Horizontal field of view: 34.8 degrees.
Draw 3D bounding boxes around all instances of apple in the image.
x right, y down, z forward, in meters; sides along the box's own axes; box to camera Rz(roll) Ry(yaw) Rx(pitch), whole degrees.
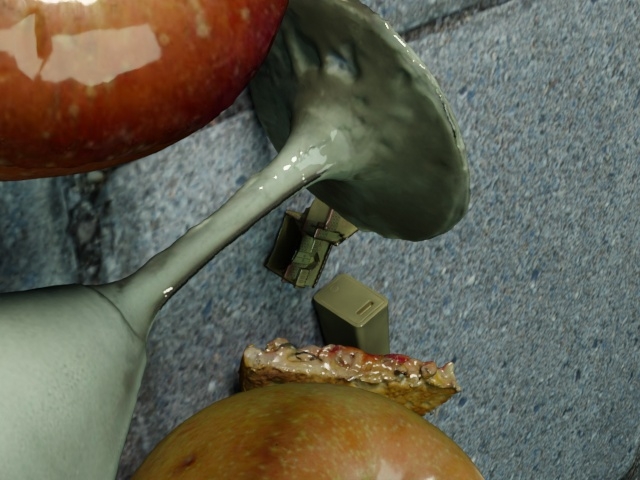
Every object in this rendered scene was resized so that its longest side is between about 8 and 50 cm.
[{"bbox_3d":[-0.013,0.259,0.786,0.319,0.319,0.277,-12,142,-44],"label":"apple"},{"bbox_3d":[-0.146,-0.151,0.463,0.272,0.206,0.251,-23,107,-26],"label":"apple"}]

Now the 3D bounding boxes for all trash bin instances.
[{"bbox_3d":[0.033,0.086,0.950,0.043,0.061,0.092,-37,139,-28],"label":"trash bin"}]

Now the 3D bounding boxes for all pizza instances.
[{"bbox_3d":[0.030,0.137,0.919,0.201,0.193,0.053,73,13,-49],"label":"pizza"}]

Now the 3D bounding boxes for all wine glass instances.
[{"bbox_3d":[-0.106,0.031,0.622,0.406,0.267,0.267,-42,139,-31],"label":"wine glass"}]

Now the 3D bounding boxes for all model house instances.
[{"bbox_3d":[0.000,0.000,0.862,0.058,0.057,0.083,14,101,-47],"label":"model house"}]
